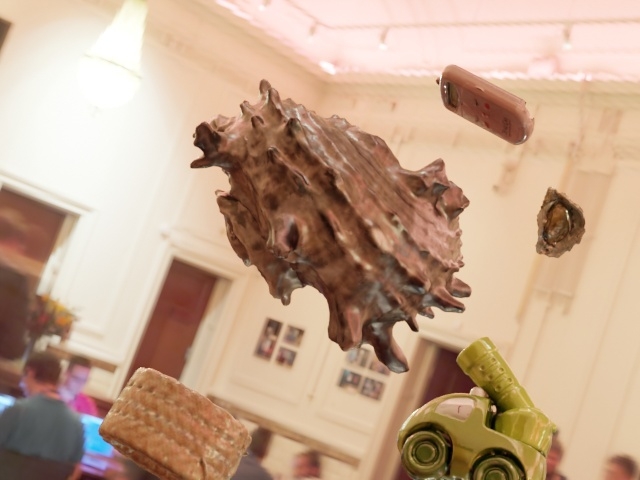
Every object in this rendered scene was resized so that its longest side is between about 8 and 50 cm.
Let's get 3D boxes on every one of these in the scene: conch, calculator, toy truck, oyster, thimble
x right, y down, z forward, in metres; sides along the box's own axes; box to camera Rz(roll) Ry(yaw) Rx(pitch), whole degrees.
[{"bbox_3d":[0.000,-0.007,0.944,0.313,0.186,0.240,35,-15,-21],"label":"conch"},{"bbox_3d":[0.248,-0.206,1.601,0.175,0.032,0.100,32,-19,22],"label":"calculator"},{"bbox_3d":[0.213,0.249,1.335,0.187,0.210,0.148,35,-13,25],"label":"toy truck"},{"bbox_3d":[0.358,-0.024,1.614,0.098,0.100,0.037,26,21,-24],"label":"oyster"},{"bbox_3d":[-0.245,0.322,1.773,0.229,0.148,0.196,21,-22,24],"label":"thimble"}]
